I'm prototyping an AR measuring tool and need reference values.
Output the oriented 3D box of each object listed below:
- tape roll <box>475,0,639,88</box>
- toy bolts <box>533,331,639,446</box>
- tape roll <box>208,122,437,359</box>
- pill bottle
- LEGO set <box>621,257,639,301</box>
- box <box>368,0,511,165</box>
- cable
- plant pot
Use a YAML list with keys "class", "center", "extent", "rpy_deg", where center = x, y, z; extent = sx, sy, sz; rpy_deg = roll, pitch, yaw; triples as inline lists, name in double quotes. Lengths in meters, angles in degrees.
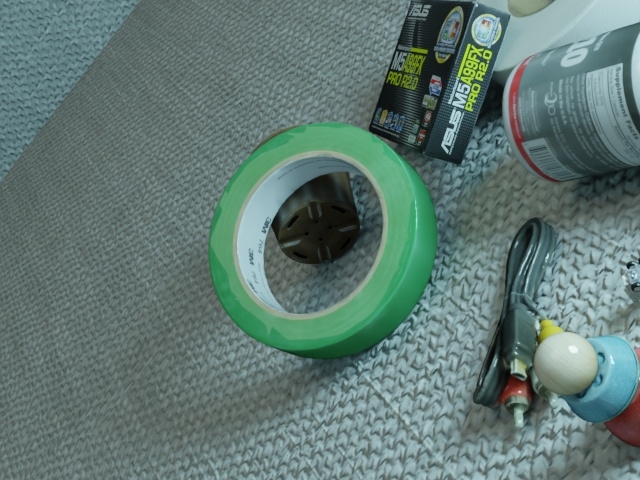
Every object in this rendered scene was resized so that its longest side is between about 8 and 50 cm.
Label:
- class: "tape roll"
  center: [0.353, -0.378, 1.635]
  extent: [0.392, 0.072, 0.392]
  rpy_deg: [-46, 24, 27]
- class: "toy bolts"
  center: [0.314, 0.100, 1.098]
  extent: [0.229, 0.159, 0.218]
  rpy_deg: [-14, 60, 51]
- class: "tape roll"
  center: [0.000, 0.000, 1.638]
  extent: [0.321, 0.077, 0.321]
  rpy_deg: [-9, 70, 26]
- class: "pill bottle"
  center: [0.360, -0.164, 1.352]
  extent: [0.283, 0.161, 0.161]
  rpy_deg: [-11, 50, 51]
- class: "LEGO set"
  center: [0.421, 0.006, 1.216]
  extent: [0.182, 0.060, 0.244]
  rpy_deg: [-55, 40, -4]
- class: "box"
  center: [0.164, -0.235, 1.712]
  extent: [0.270, 0.060, 0.216]
  rpy_deg: [-139, 65, -71]
- class: "cable"
  center: [0.240, 0.098, 1.383]
  extent: [0.139, 0.072, 0.287]
  rpy_deg: [-54, 11, 35]
- class: "plant pot"
  center: [-0.018, -0.061, 1.814]
  extent: [0.167, 0.167, 0.165]
  rpy_deg: [-42, 39, 20]
